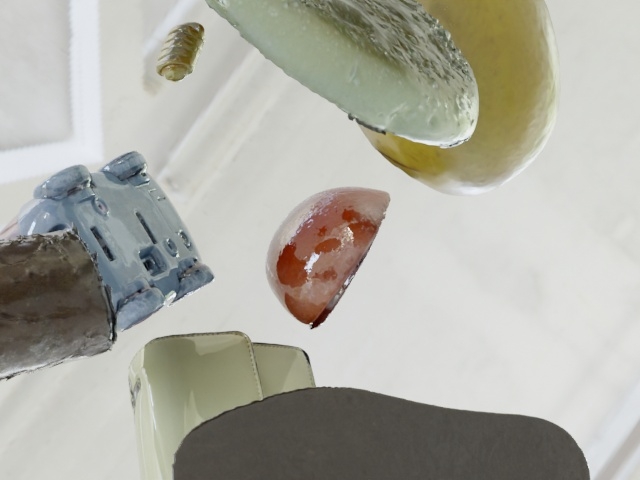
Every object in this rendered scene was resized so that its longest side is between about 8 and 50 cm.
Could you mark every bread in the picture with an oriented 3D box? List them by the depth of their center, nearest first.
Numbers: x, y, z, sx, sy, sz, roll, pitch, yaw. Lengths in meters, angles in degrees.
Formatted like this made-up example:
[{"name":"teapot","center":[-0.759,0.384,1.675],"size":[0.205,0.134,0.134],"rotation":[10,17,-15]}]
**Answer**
[{"name":"bread","center":[0.004,-0.157,0.743],"size":[0.267,0.267,0.040],"rotation":[16,-56,-46]},{"name":"bread","center":[-0.167,-0.226,1.379],"size":[0.033,0.049,0.088],"rotation":[74,-153,-49]}]

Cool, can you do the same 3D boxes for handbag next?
[{"name":"handbag","center":[-0.109,0.294,1.451],"size":[0.237,0.358,0.160],"rotation":[6,-47,-22]}]

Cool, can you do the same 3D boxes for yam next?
[{"name":"yam","center":[-0.311,0.065,0.965],"size":[0.280,0.131,0.131],"rotation":[-11,-58,-34]}]

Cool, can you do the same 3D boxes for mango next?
[{"name":"mango","center":[0.106,-0.262,1.257],"size":[0.221,0.301,0.445],"rotation":[-28,-71,-13]}]

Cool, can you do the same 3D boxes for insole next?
[{"name":"insole","center":[0.053,0.151,0.758],"size":[0.328,0.007,0.111],"rotation":[6,-112,-30]}]

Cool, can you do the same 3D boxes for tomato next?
[{"name":"tomato","center":[0.000,0.000,1.520],"size":[0.112,0.228,0.199],"rotation":[31,-82,-8]}]

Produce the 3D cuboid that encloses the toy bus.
[{"name":"toy bus","center":[-0.293,0.034,1.429],"size":[0.232,0.197,0.294],"rotation":[-32,0,22]}]
